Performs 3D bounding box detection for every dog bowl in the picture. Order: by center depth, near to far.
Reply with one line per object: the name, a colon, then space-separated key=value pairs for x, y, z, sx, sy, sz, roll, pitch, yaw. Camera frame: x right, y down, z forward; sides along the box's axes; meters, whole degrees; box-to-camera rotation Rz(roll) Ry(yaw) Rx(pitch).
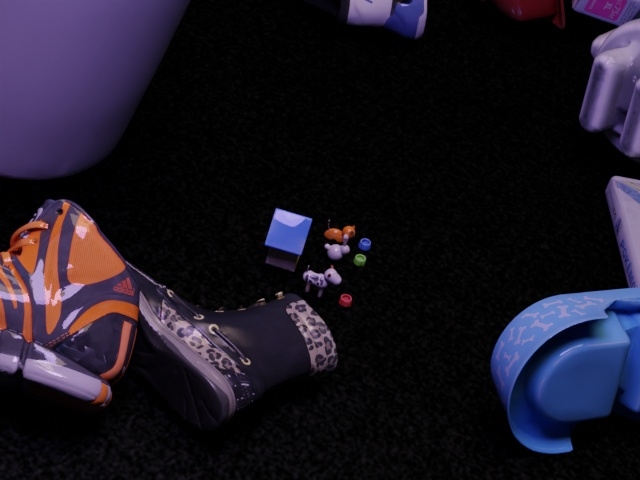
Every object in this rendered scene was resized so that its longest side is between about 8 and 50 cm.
dog bowl: x=0.311 y=0.127 z=1.546 sx=0.297 sy=0.166 sz=0.074 roll=-4 pitch=31 yaw=-23

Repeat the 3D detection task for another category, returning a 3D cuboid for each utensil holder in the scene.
utensil holder: x=-0.295 y=-0.301 z=1.623 sx=0.328 sy=0.385 sz=0.327 roll=16 pitch=44 yaw=-16

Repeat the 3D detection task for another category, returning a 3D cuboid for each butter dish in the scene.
butter dish: x=0.279 y=-0.390 z=2.187 sx=0.118 sy=0.160 sz=0.160 roll=-25 pitch=46 yaw=-9

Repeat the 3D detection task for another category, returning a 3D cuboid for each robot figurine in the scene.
robot figurine: x=0.505 y=-0.218 z=1.989 sx=0.353 sy=0.199 sz=0.300 roll=-19 pitch=46 yaw=-35

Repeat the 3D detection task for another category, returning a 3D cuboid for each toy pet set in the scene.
toy pet set: x=0.000 y=0.000 z=1.659 sx=0.114 sy=0.065 sz=0.122 roll=17 pitch=38 yaw=1

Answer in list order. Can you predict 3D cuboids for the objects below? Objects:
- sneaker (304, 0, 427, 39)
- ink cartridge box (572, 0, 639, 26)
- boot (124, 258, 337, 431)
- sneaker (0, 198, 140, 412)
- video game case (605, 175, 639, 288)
sneaker: x=0.041 y=-0.430 z=2.103 sx=0.182 sy=0.127 sz=0.315 roll=-2 pitch=65 yaw=-13
ink cartridge box: x=0.529 y=-0.372 z=2.266 sx=0.311 sy=0.065 sz=0.186 roll=19 pitch=39 yaw=-13
boot: x=-0.113 y=0.085 z=1.509 sx=0.179 sy=0.085 sz=0.236 roll=-17 pitch=49 yaw=-41
sneaker: x=-0.325 y=0.033 z=1.413 sx=0.321 sy=0.124 sz=0.180 roll=22 pitch=71 yaw=-9
video game case: x=0.529 y=0.047 z=1.808 sx=0.329 sy=0.036 sz=0.300 roll=9 pitch=39 yaw=-8
